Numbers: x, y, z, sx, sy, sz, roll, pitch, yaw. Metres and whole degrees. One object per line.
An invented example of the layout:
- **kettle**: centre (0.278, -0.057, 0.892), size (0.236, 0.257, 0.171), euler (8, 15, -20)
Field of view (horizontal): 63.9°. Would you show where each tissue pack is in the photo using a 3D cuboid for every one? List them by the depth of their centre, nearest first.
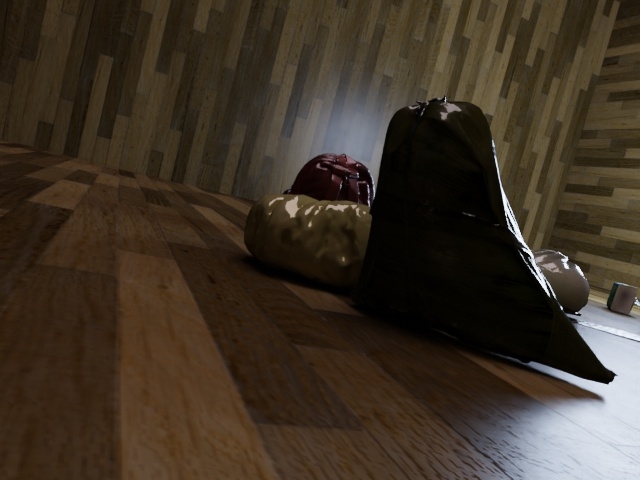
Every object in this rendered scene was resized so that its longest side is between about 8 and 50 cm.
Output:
- **tissue pack**: centre (0.917, 0.176, 1.544), size (0.079, 0.085, 0.111), euler (18, 5, 23)

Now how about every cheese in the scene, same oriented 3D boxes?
- **cheese**: centre (0.000, 0.000, 0.732), size (0.214, 0.117, 0.226), euler (11, 0, -3)

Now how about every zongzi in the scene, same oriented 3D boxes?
- **zongzi**: centre (0.179, -0.008, 0.519), size (0.275, 0.250, 0.125), euler (19, 24, 32)

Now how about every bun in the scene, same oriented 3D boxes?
- **bun**: centre (0.462, 0.079, 1.057), size (0.173, 0.119, 0.173), euler (15, -2, 1)

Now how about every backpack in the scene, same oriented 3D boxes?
- **backpack**: centre (0.025, -0.087, 1.140), size (0.229, 0.229, 0.139), euler (13, 9, -21)

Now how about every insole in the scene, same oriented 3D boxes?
- **insole**: centre (0.530, 0.164, 0.996), size (0.253, 0.005, 0.086), euler (16, 4, 16)
